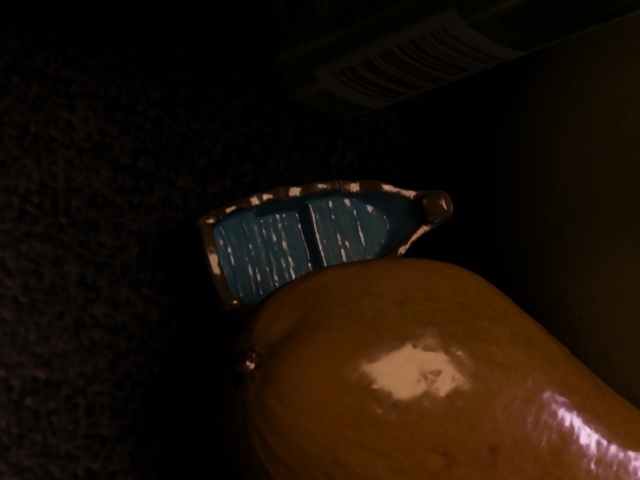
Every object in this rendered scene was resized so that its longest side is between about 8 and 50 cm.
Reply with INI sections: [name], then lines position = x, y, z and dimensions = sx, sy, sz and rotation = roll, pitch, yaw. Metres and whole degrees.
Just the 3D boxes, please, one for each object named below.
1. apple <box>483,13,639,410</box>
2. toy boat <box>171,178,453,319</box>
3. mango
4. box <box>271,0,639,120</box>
[apple]
position = 0.299, -0.026, 0.893
dimensions = 0.357, 0.357, 0.357
rotation = 12, 72, -39
[toy boat]
position = 0.000, 0.000, 0.780
dimensions = 0.185, 0.077, 0.075
rotation = -11, 86, -42
[mango]
position = 0.075, 0.131, 0.758
dimensions = 0.331, 0.142, 0.195
rotation = 38, 94, -31
[box]
position = 0.099, -0.171, 0.730
dimensions = 0.097, 0.345, 0.134
rotation = 15, 74, -33
